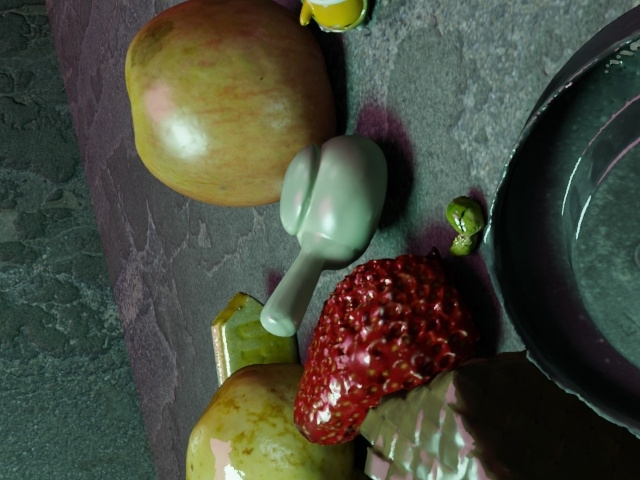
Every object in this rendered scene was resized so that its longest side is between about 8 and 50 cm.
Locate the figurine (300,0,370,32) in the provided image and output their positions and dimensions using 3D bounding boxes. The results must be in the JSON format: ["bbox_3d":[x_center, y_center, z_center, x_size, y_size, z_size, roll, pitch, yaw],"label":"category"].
[{"bbox_3d":[0.030,-0.412,1.338,0.141,0.166,0.250,54,-142,-58],"label":"figurine"}]

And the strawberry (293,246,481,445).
[{"bbox_3d":[0.080,0.146,1.245,0.261,0.257,0.261,173,90,-75],"label":"strawberry"}]

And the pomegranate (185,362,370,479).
[{"bbox_3d":[-0.065,0.386,1.602,0.342,0.342,0.343,35,130,57],"label":"pomegranate"}]

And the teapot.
[{"bbox_3d":[0.009,-0.025,1.318,0.318,0.149,0.220,-84,10,-55],"label":"teapot"}]

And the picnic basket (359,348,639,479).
[{"bbox_3d":[0.186,0.264,0.998,0.321,0.291,0.254,-46,57,50],"label":"picnic basket"}]

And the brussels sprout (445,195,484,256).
[{"bbox_3d":[0.191,-0.015,1.186,0.051,0.046,0.083,36,140,51],"label":"brussels sprout"}]

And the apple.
[{"bbox_3d":[-0.160,-0.232,1.509,0.364,0.363,0.364,35,130,57],"label":"apple"}]

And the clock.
[{"bbox_3d":[0.310,-0.001,0.607,0.076,0.386,0.386,-63,-11,-49],"label":"clock"}]

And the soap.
[{"bbox_3d":[-0.128,0.231,1.809,0.080,0.160,0.258,7,106,62],"label":"soap"}]
